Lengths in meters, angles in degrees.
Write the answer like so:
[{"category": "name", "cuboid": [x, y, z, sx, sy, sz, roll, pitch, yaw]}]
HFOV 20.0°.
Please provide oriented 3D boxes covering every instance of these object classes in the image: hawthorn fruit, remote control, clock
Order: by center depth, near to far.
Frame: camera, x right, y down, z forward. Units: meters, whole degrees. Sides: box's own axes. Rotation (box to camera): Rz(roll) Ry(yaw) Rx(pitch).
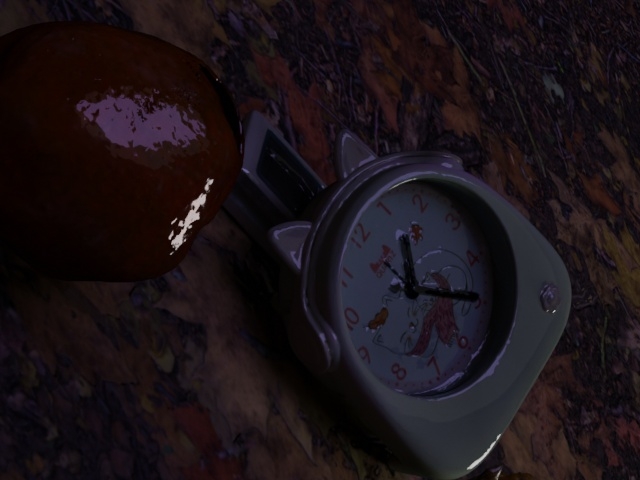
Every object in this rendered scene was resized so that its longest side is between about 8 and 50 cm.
[{"category": "hawthorn fruit", "cuboid": [-0.200, -0.080, 1.394, 0.299, 0.211, 0.211, 24, 46, -41]}, {"category": "clock", "cuboid": [0.081, 0.047, 1.742, 0.324, 0.108, 0.265, 46, 67, -25]}, {"category": "remote control", "cuboid": [0.000, 0.000, 1.806, 0.277, 0.055, 0.103, 48, 31, -25]}]

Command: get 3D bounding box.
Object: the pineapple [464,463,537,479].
[{"category": "pineapple", "cuboid": [0.107, 0.298, 1.628, 0.186, 0.236, 0.114, 32, 4, 36]}]
